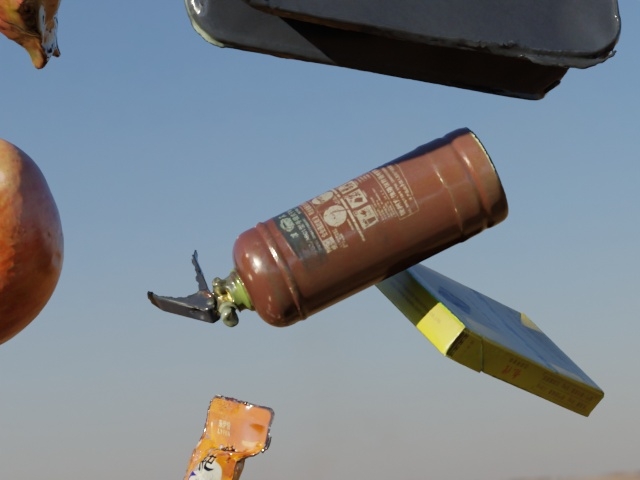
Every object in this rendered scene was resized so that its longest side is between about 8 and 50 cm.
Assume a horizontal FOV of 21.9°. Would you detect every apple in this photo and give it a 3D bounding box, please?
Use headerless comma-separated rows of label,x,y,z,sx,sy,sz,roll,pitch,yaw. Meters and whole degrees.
apple,-0.334,-0.002,1.543,0.164,0.209,0.209,-34,11,-36

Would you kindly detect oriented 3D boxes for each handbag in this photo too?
handbag,0.059,-0.255,1.256,0.325,0.269,0.118,9,-20,-23

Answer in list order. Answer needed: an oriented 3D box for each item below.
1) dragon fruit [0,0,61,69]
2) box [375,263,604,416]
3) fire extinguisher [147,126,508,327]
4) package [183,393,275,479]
dragon fruit,-0.127,-0.284,0.681,0.100,0.344,0.282,9,-43,-13
box,0.173,0.095,1.719,0.279,0.041,0.153,24,17,-47
fire extinguisher,0.000,0.000,1.580,0.344,0.138,0.102,-25,-52,-6
package,-0.077,0.173,1.268,0.033,0.111,0.077,33,-22,-21
